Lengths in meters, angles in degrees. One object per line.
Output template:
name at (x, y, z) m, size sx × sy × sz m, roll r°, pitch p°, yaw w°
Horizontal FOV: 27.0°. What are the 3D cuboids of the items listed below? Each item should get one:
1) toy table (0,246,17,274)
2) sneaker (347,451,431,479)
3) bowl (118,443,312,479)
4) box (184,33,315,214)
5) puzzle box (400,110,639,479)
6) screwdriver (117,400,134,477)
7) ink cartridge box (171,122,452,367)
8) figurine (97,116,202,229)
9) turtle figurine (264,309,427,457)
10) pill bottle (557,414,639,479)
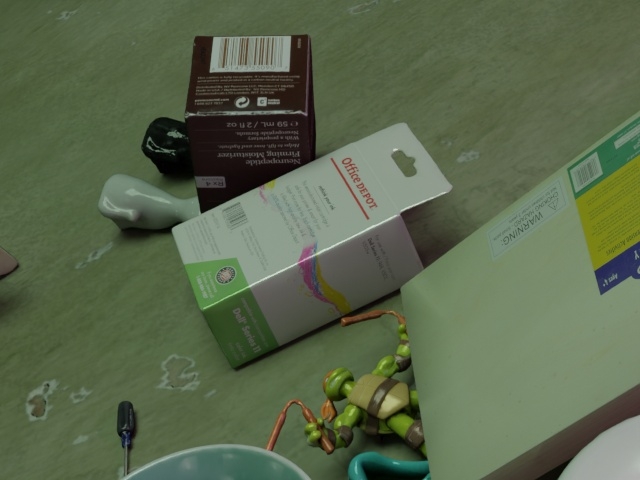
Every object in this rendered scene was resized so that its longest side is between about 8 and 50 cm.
toy table at (-0.586, 0.022, 1.976) m, size 0.161 × 0.252 × 0.274 m, roll -50°, pitch 51°, yaw -5°
sneaker at (0.143, 0.283, 1.365) m, size 0.275 × 0.110 × 0.107 m, roll 7°, pitch 47°, yaw 33°
bowl at (-0.112, 0.375, 1.345) m, size 0.312 × 0.163 × 0.311 m, roll -15°, pitch 39°, yaw 12°
box at (-0.093, -0.163, 1.881) m, size 0.169 × 0.203 × 0.167 m, roll -1°, pitch 49°, yaw 2°
puzzle box at (0.247, 0.057, 1.268) m, size 0.409 × 0.052 × 0.272 m, roll -38°, pitch 40°, yaw 33°
screwdriver at (-0.241, 0.270, 1.663) m, size 0.024 × 0.025 × 0.169 m, roll -17°, pitch 47°, yaw 7°
ink cartridge box at (0.000, 0.000, 1.769) m, size 0.354 × 0.119 × 0.207 m, roll -25°, pitch 36°, yaw -1°
figurine at (-0.197, -0.089, 2.013) m, size 0.210 × 0.092 × 0.215 m, roll 8°, pitch 48°, yaw 29°
turtle figurine at (0.074, 0.197, 1.523) m, size 0.217 × 0.087 × 0.269 m, roll 18°, pitch 45°, yaw 32°
pill bottle at (0.311, 0.325, 0.996) m, size 0.224 × 0.392 × 0.224 m, roll -14°, pitch 38°, yaw 11°
